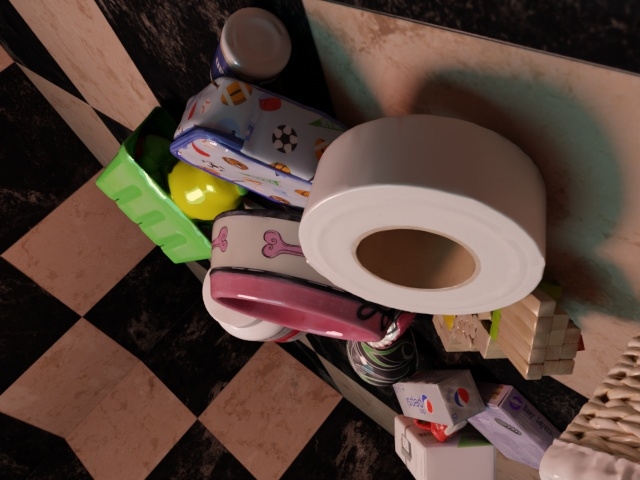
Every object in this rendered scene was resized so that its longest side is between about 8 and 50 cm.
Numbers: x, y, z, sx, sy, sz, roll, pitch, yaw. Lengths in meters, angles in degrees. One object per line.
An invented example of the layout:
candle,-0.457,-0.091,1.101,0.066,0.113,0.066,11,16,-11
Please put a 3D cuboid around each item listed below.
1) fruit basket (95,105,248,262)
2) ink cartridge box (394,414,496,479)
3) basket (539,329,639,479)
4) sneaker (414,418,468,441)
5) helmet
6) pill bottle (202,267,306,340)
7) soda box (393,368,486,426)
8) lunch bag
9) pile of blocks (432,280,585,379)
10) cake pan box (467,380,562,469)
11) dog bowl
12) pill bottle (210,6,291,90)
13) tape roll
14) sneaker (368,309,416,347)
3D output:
fruit basket,-0.302,-0.144,1.247,0.391,0.283,0.392,3,127,5
ink cartridge box,0.339,0.582,1.438,0.198,0.115,0.273,-1,178,-7
basket,0.441,0.224,0.410,0.331,0.266,0.328,45,162,-9
sneaker,0.301,0.463,1.431,0.107,0.118,0.279,44,178,-10
helmet,0.149,0.280,1.289,0.169,0.161,0.170,170,90,-82
pill bottle,-0.149,0.154,1.372,0.229,0.229,0.407,36,178,18
soda box,0.273,0.371,1.228,0.286,0.091,0.098,130,120,-71
lunch bag,-0.063,-0.122,0.778,0.303,0.115,0.243,23,169,-28
pile of blocks,0.284,0.108,0.775,0.112,0.149,0.362,0,175,-8
cake pan box,0.442,0.435,1.206,0.246,0.070,0.267,45,162,-1
dog bowl,-0.029,0.085,0.989,0.407,0.151,0.408,13,164,4
pill bottle,-0.108,-0.251,0.742,0.094,0.094,0.169,45,162,-9
tape roll,0.119,-0.015,0.619,0.285,0.100,0.286,12,151,7
sneaker,0.105,0.161,1.197,0.112,0.121,0.299,53,161,-19
